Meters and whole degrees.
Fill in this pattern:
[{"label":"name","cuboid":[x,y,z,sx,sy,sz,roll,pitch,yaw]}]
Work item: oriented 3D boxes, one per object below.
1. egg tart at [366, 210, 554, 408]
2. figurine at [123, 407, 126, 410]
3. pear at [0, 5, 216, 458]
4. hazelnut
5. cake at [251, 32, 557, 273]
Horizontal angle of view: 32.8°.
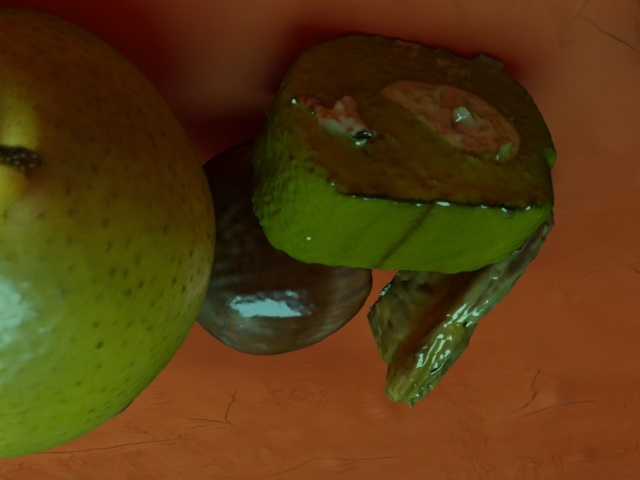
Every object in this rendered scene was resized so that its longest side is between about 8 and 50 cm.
[{"label":"egg tart","cuboid":[0.144,0.054,1.197,0.118,0.288,0.288,41,148,7]},{"label":"figurine","cuboid":[-0.354,0.150,1.349,0.264,0.175,0.197,-2,148,-20]},{"label":"pear","cuboid":[-0.269,-0.004,0.881,0.362,0.363,0.418,0,160,-7]},{"label":"hazelnut","cuboid":[-0.051,0.008,1.055,0.214,0.214,0.176,9,156,-22]},{"label":"cake","cuboid":[0.076,-0.076,0.961,0.260,0.179,0.156,4,152,-21]}]
